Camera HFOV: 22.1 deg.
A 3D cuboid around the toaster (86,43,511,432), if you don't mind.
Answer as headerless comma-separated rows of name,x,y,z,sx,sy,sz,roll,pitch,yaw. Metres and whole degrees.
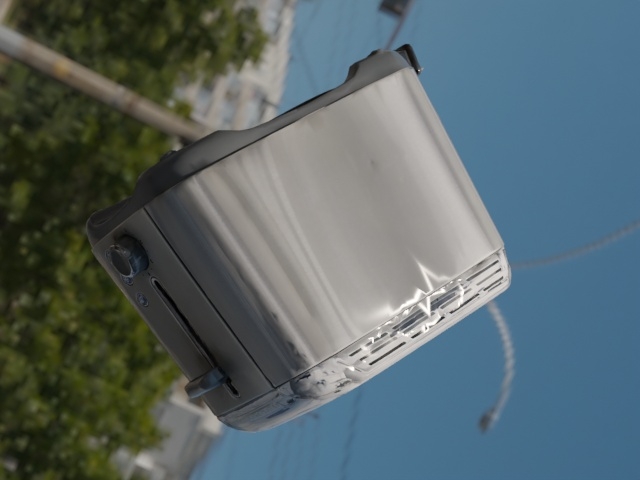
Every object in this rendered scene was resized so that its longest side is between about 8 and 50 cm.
toaster,0.000,0.000,0.871,0.227,0.146,0.129,-30,180,-37
